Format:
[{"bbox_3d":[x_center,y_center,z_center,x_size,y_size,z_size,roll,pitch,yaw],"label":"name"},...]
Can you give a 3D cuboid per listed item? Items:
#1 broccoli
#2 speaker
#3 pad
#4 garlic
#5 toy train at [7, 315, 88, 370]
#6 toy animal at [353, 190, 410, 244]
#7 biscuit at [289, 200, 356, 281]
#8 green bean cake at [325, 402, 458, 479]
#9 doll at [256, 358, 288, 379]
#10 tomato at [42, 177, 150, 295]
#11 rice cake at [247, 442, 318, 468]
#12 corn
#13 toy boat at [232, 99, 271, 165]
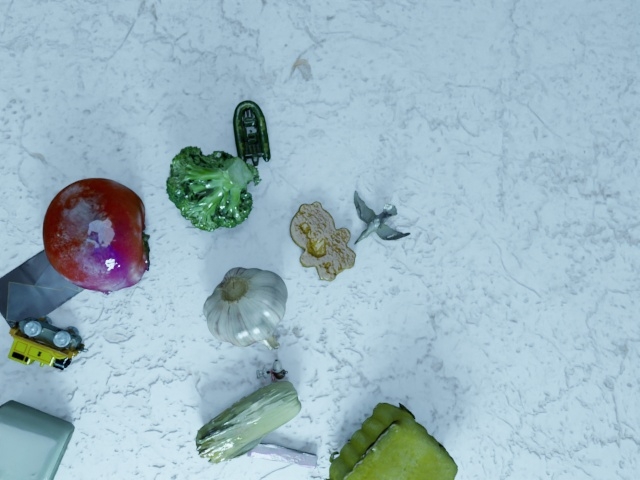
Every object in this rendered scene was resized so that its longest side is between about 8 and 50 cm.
[{"bbox_3d":[-0.301,-0.160,1.528,0.269,0.242,0.261,48,54,-28],"label":"broccoli"},{"bbox_3d":[-0.788,0.628,1.339,0.184,0.183,0.406,22,78,-11],"label":"speaker"},{"bbox_3d":[-0.791,0.129,1.506,0.243,0.004,0.163,-36,88,-13],"label":"pad"},{"bbox_3d":[-0.184,0.217,1.517,0.245,0.245,0.253,-38,125,-13],"label":"garlic"},{"bbox_3d":[-0.742,0.282,1.448,0.219,0.089,0.127,23,91,-8],"label":"toy train"},{"bbox_3d":[0.159,-0.051,1.645,0.219,0.095,0.155,45,73,1],"label":"toy animal"},{"bbox_3d":[-0.001,0.000,1.640,0.184,0.035,0.248,-35,87,-14],"label":"biscuit"},{"bbox_3d":[0.188,0.638,1.499,0.310,0.202,0.285,-42,102,-12],"label":"green bean cake"},{"bbox_3d":[-0.141,0.384,1.554,0.085,0.040,0.058,-27,73,-17],"label":"doll"},{"bbox_3d":[-0.627,-0.016,1.469,0.290,0.176,0.334,-4,82,-8],"label":"tomato"},{"bbox_3d":[-0.108,0.609,1.524,0.207,0.036,0.047,15,71,-7],"label":"rice cake"},{"bbox_3d":[-0.197,0.498,1.480,0.305,0.123,0.122,-29,60,-12],"label":"corn"},{"bbox_3d":[-0.214,-0.329,1.650,0.104,0.052,0.210,-7,83,-8],"label":"toy boat"}]
